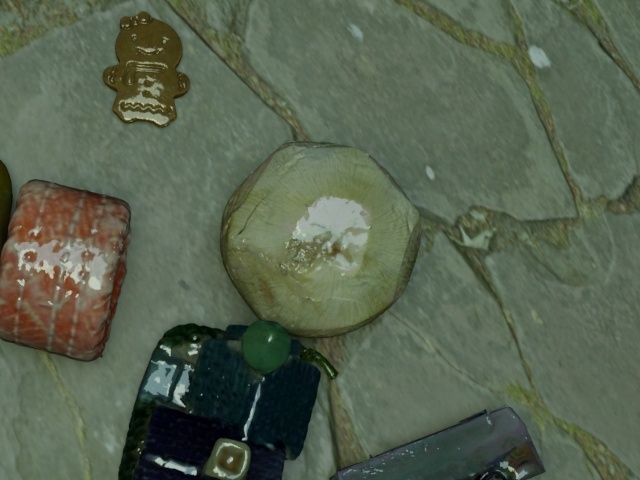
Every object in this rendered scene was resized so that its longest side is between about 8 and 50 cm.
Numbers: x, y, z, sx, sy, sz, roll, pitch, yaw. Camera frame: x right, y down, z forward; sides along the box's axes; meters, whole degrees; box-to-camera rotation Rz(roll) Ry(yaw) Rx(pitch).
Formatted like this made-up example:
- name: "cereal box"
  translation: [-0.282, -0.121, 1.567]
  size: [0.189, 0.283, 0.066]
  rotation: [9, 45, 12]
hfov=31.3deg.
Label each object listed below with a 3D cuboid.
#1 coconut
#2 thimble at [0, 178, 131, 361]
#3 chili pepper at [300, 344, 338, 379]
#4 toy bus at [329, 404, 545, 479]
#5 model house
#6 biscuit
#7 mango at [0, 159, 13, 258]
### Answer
- name: "coconut"
  translation: [0.000, 0.000, 1.662]
  size: [0.297, 0.254, 0.297]
  rotation: [3, 76, -10]
- name: "thimble"
  translation: [-0.358, 0.038, 1.590]
  size: [0.162, 0.239, 0.239]
  rotation: [11, 75, -6]
- name: "chili pepper"
  translation: [-0.008, 0.181, 1.739]
  size: [0.083, 0.022, 0.027]
  rotation: [35, 71, -7]
- name: "toy bus"
  translation: [0.165, 0.354, 1.694]
  size: [0.317, 0.112, 0.138]
  rotation: [-18, 77, -16]
- name: "model house"
  translation: [-0.134, 0.253, 1.557]
  size: [0.243, 0.284, 0.298]
  rotation: [17, 76, -7]
- name: "biscuit"
  translation: [-0.267, -0.265, 1.785]
  size: [0.133, 0.027, 0.184]
  rotation: [16, 74, -6]
- name: "mango"
  translation: [-0.545, 0.022, 1.577]
  size: [0.221, 0.199, 0.384]
  rotation: [31, 59, -9]
